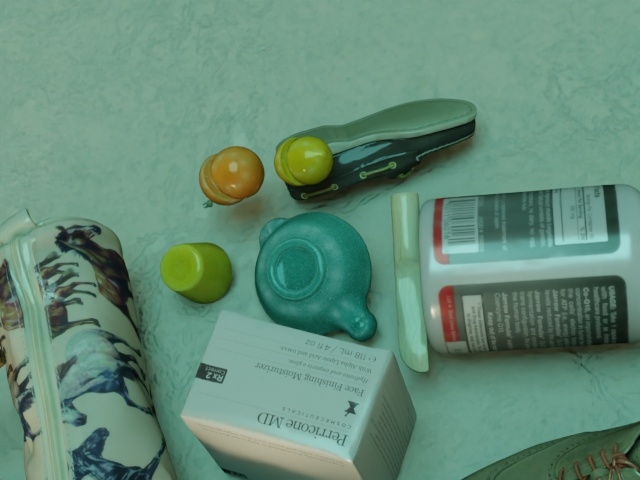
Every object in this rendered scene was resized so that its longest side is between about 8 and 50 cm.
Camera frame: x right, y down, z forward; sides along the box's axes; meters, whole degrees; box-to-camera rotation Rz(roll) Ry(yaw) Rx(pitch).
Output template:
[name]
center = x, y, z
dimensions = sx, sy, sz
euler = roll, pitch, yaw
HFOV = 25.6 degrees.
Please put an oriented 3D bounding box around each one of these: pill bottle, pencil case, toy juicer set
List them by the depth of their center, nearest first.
[pill bottle]
center = 0.247, 0.027, 1.414
dimensions = 0.283, 0.161, 0.161
euler = -4, 63, 10
[pencil case]
center = -0.247, 0.170, 1.441
dimensions = 0.160, 0.183, 0.410
euler = -20, 60, 2
[toy juicer set]
center = 0.000, 0.000, 1.509
dimensions = 0.329, 0.089, 0.209
euler = 16, 89, 22

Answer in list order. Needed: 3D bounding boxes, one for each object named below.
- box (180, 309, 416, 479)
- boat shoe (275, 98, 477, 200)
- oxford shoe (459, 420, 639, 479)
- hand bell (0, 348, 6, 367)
[box]
center = -0.016, 0.173, 1.386
dimensions = 0.181, 0.182, 0.119
euler = 12, 66, 18
[boat shoe]
center = 0.067, -0.102, 1.577
dimensions = 0.228, 0.068, 0.081
euler = -13, 26, 4
[oxford shoe]
center = 0.264, 0.221, 1.327
dimensions = 0.348, 0.130, 0.123
euler = -16, 61, 4
[hand bell]
center = -0.419, 0.168, 1.422
dimensions = 0.242, 0.126, 0.126
euler = -27, 60, 13
